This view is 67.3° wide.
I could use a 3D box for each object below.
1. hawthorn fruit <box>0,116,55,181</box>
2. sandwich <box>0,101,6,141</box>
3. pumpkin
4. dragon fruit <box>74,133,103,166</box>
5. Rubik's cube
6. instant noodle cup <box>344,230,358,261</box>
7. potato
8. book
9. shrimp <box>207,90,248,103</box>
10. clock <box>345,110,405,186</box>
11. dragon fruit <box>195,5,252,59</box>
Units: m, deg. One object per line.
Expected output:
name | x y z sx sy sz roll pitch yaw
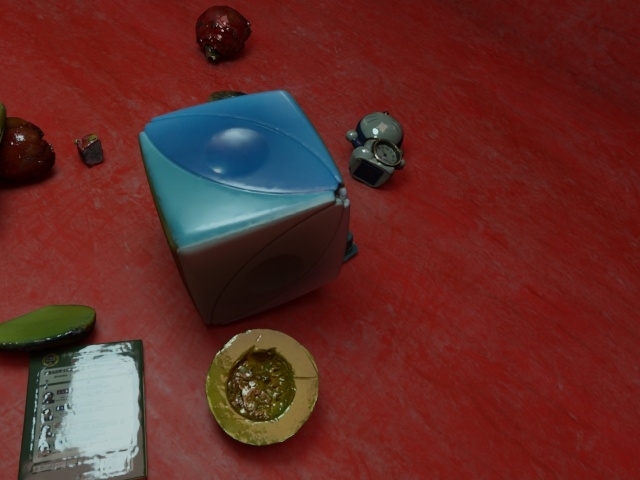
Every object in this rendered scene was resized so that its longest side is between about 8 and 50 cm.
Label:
hawthorn fruit | -0.728 -0.205 1.132 0.148 0.148 0.172 42 68 16
sandwich | -0.795 -0.162 1.008 0.099 0.271 0.301 41 29 -49
pumpkin | -0.122 0.294 0.957 0.217 0.110 0.218 7 63 -14
dragon fruit | -0.597 -0.238 1.235 0.056 0.083 0.060 -32 65 -30
Rubik's cube | -0.157 -0.069 1.029 0.351 0.347 0.352 -21 59 -14
instant noodle cup | 0.000 0.000 1.250 0.179 0.070 0.157 -33 66 -34
potato | -0.538 0.178 0.927 0.197 0.054 0.119 -14 32 -34
book | -0.427 0.315 0.879 0.201 0.027 0.264 -3 54 -20
shrimp | -0.253 -0.418 1.503 0.217 0.051 0.150 17 37 8
clock | 0.171 -0.296 1.496 0.199 0.147 0.243 23 53 -6
dragon fruit | -0.338 -0.715 1.653 0.172 0.172 0.209 35 58 11
